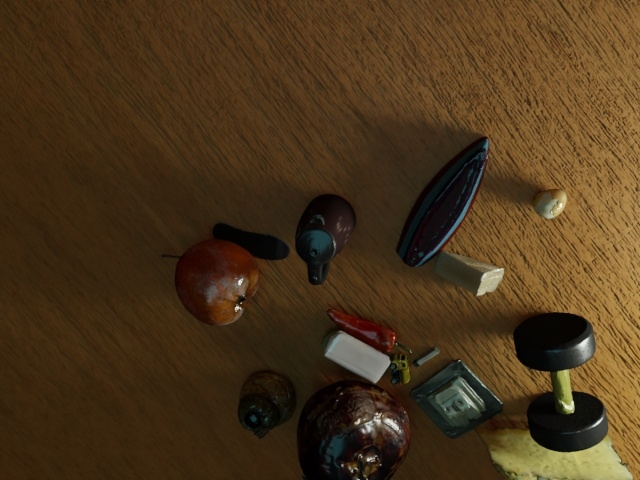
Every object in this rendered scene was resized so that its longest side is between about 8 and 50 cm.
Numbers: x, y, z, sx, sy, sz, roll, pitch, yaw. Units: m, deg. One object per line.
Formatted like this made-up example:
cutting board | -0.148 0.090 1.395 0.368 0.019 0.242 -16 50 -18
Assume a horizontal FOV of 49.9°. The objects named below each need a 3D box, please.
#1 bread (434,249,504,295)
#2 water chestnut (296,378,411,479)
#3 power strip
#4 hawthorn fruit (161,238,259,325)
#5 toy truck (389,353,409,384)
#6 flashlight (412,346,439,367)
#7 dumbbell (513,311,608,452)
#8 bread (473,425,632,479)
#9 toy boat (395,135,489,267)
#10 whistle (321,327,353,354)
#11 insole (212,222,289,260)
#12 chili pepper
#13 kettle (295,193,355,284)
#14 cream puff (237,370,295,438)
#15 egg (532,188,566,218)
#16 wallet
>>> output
bread | 0.399 0.081 1.856 0.152 0.105 0.077 33 117 33
water chestnut | 0.076 0.558 1.971 0.350 0.302 0.350 -2 94 -22
power strip | 0.390 0.471 1.977 0.198 0.064 0.213 -42 96 20
hawthorn fruit | -0.289 0.102 1.895 0.235 0.231 0.263 -38 103 10
toy truck | 0.228 0.368 1.982 0.054 0.049 0.083 -2 110 11
flashlight | 0.302 0.335 1.970 0.083 0.018 0.018 -38 99 21
dumbbell | 0.633 0.372 1.817 0.204 0.204 0.322 -10 108 15
bread | 0.640 0.587 1.871 0.279 0.248 0.315 -40 111 16
toy boat | 0.326 -0.094 1.785 0.136 0.079 0.392 29 116 -2
whistle | 0.091 0.336 1.993 0.198 0.057 0.104 40 113 -3
insole | -0.200 0.005 1.963 0.232 0.003 0.080 17 112 6
chili pepper | 0.138 0.261 1.953 0.272 0.063 0.071 24 124 3
kettle | 0.000 0.000 1.796 0.144 0.232 0.202 10 112 9
cream puff | -0.170 0.505 2.050 0.183 0.169 0.183 3 109 10
egg | 0.579 -0.094 1.729 0.071 0.071 0.083 44 109 -6
wallet | 0.102 0.329 1.951 0.190 0.033 0.095 32 102 -9
